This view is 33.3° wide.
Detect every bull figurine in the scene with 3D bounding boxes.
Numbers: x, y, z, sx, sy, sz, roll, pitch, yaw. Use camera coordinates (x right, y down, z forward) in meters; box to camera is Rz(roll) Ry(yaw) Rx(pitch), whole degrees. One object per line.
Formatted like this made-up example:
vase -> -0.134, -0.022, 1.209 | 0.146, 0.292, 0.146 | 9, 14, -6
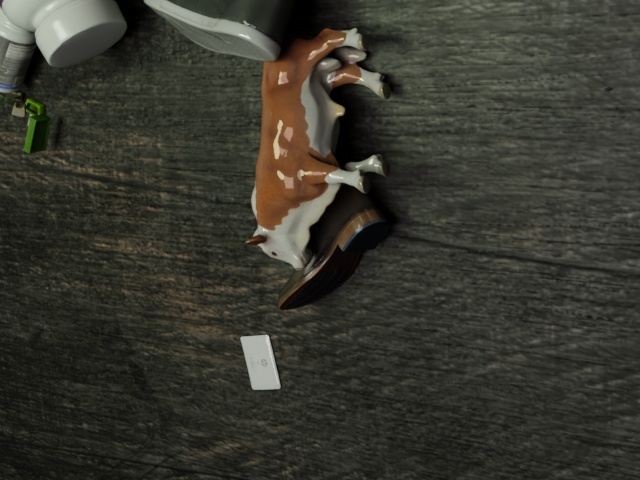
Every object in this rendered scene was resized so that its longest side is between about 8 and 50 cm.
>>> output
bull figurine -> -0.011, -0.120, 1.355 | 0.188, 0.101, 0.310 | -5, 84, 30

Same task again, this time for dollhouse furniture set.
dollhouse furniture set -> -0.493, -0.198, 1.702 | 0.152, 0.076, 0.058 | 30, 117, 23

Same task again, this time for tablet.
tablet -> -0.089, 0.181, 1.585 | 0.054, 0.006, 0.083 | -7, 100, 35

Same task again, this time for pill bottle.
pill bottle -> -0.483, -0.305, 1.663 | 0.078, 0.078, 0.137 | 41, 122, 18
pill bottle -> -0.399, -0.406, 1.523 | 0.169, 0.169, 0.301 | -31, 85, 36

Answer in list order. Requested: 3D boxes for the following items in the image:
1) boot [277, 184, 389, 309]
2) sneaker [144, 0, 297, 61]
boot -> 0.000, 0.000, 1.446 | 0.219, 0.082, 0.106 | -45, 60, 33
sneaker -> -0.118, -0.331, 1.412 | 0.296, 0.104, 0.146 | 25, 85, 48
